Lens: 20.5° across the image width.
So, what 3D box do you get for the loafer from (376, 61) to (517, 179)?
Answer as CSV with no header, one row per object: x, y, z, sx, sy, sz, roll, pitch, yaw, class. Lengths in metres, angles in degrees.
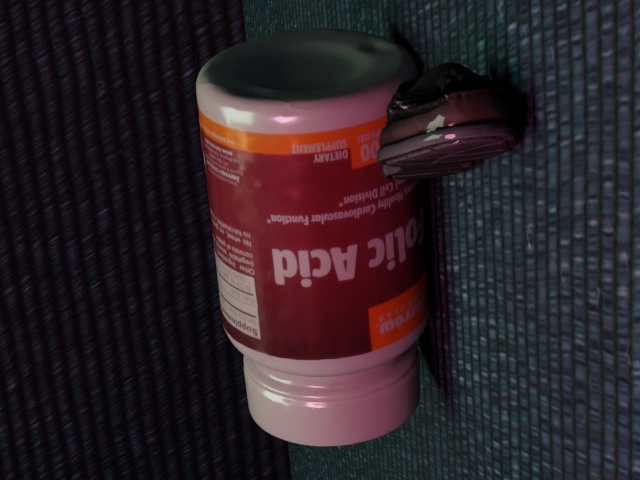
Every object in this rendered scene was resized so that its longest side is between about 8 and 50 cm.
0.094,-0.108,1.490,0.302,0.109,0.095,145,119,-84,loafer

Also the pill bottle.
0.000,0.000,1.828,0.224,0.224,0.392,-115,17,-62,pill bottle
